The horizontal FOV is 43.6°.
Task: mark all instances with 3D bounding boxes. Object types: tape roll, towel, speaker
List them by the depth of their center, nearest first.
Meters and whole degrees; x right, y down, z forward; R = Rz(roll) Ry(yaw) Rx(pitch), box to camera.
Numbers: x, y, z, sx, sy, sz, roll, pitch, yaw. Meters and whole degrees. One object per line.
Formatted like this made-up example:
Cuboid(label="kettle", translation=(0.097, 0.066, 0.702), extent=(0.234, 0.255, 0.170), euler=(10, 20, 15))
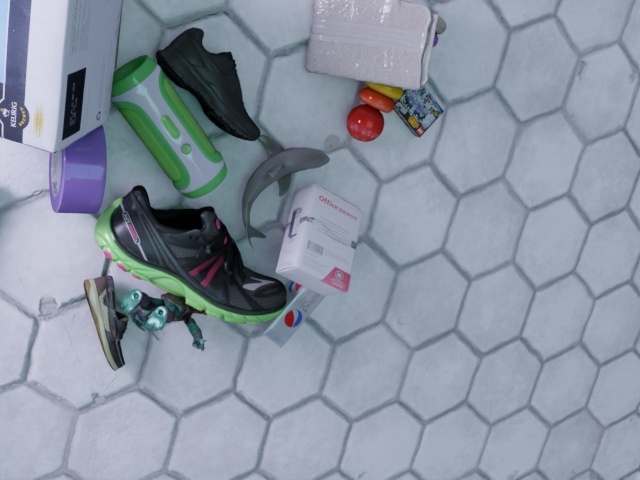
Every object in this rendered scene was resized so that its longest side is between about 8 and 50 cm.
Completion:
Cuboid(label="tape roll", translation=(-0.481, -0.146, 1.577), extent=(0.080, 0.189, 0.188), euler=(0, 107, -26))
Cuboid(label="speaker", translation=(-0.317, -0.232, 1.666), extent=(0.131, 0.131, 0.296), euler=(-39, 120, -10))
Cuboid(label="towel", translation=(0.111, -0.443, 1.773), extent=(0.282, 0.049, 0.187), euler=(10, 104, 9))

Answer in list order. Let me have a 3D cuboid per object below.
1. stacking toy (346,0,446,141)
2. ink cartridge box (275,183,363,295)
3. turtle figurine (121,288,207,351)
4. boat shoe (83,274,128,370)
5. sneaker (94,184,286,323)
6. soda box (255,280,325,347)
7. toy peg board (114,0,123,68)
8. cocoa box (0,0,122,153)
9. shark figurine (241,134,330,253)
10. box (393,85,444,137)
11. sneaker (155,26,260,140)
Cuboid(label="stacking toy", translation=(0.163, -0.382, 1.863), extent=(0.141, 0.141, 0.330), euler=(18, 103, -31))
Cuboid(label="ink cartridge box", translation=(0.000, 0.000, 1.874), extent=(0.159, 0.092, 0.217), euler=(29, 63, -32))
Cuboid(label="turtle figurine", translation=(-0.340, 0.169, 1.792), extent=(0.234, 0.175, 0.118), euler=(41, 62, -69))
Cuboid(label="boat shoe", translation=(-0.460, 0.182, 1.765), extent=(0.073, 0.080, 0.223), euler=(-18, 110, -15))
Cuboid(label="sneaker", translation=(-0.250, 0.037, 1.762), extent=(0.483, 0.185, 0.202), euler=(29, 96, -33))
Cuboid(label="soda box", translation=(-0.061, 0.151, 1.960), extent=(0.216, 0.074, 0.069), euler=(-49, 121, -4))
Cuboid(label="toy peg board", translation=(-0.464, -0.420, 1.555), extent=(0.161, 0.079, 0.160), euler=(2, 106, -27))
Cuboid(label="cocoa box", translation=(-0.501, -0.367, 1.392), extent=(0.228, 0.231, 0.347), euler=(16, 114, 4))
Cuboid(label="shark figurine", translation=(-0.119, -0.123, 1.802), extent=(0.166, 0.116, 0.278), euler=(38, 91, -16))
Cuboid(label="box", translation=(0.232, -0.333, 1.968), extent=(0.094, 0.027, 0.137), euler=(-47, 121, -4))
Cuboid(label="sneaker", translation=(-0.212, -0.329, 1.704), extent=(0.130, 0.109, 0.286), euler=(-50, 124, -11))
